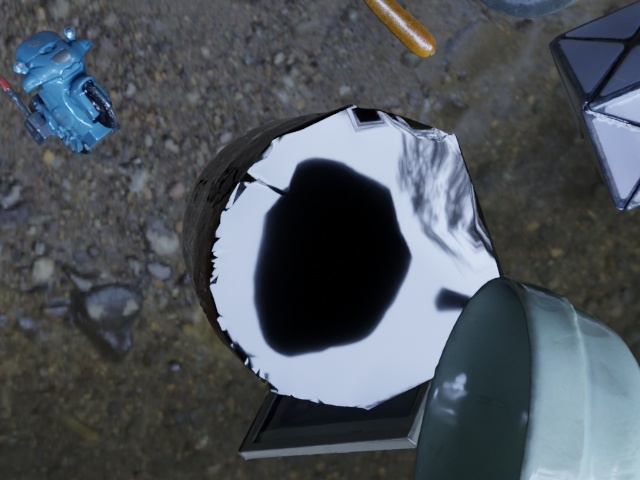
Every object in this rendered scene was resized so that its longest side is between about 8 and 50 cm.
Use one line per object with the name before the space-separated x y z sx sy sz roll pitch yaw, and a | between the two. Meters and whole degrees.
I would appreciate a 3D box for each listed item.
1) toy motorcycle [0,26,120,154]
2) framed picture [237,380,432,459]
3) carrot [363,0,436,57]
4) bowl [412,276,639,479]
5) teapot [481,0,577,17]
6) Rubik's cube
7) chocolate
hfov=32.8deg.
toy motorcycle | -0.390 -0.219 1.645 0.123 0.272 0.182 -42 98 -23
framed picture | 0.059 0.236 1.932 0.446 0.326 0.028 -17 128 46
carrot | 0.091 -0.374 1.695 0.248 0.043 0.043 41 103 -17
bowl | 0.198 0.193 0.977 0.163 0.307 0.307 10 119 -8
teapot | 0.311 -0.513 1.709 0.321 0.239 0.239 39 118 1
Rubik's cube | 0.570 -0.248 1.892 0.254 0.260 0.259 -24 123 11
chocolate | 0.000 0.000 1.427 0.383 0.331 0.384 -3 103 -12
